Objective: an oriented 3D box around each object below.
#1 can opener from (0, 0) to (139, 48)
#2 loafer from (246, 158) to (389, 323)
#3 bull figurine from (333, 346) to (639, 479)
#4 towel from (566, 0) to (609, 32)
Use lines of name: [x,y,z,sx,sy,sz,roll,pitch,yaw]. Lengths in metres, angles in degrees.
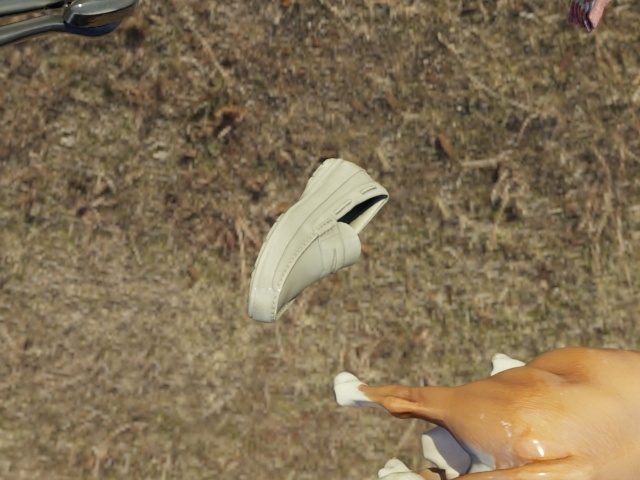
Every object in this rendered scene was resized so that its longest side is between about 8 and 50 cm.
can opener: [-0.261,-0.210,0.912,0.186,0.059,0.073,-15,167,-22]
loafer: [0.000,0.000,1.340,0.111,0.319,0.112,23,136,11]
bull figurine: [0.156,0.116,0.610,0.188,0.101,0.310,-4,171,41]
towel: [0.371,-0.394,1.093,0.037,0.237,0.329,35,171,14]
